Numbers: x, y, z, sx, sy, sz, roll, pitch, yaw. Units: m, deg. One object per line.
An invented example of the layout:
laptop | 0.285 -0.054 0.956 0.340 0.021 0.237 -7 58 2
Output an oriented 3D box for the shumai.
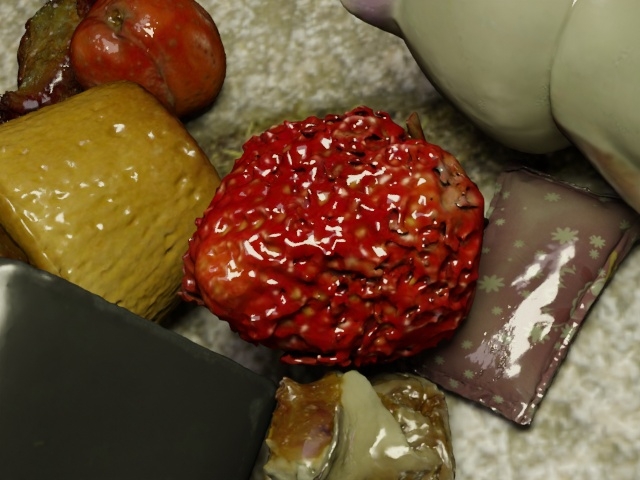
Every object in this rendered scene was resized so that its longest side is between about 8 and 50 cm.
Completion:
shumai | 0.018 0.140 0.885 0.146 0.116 0.145 -7 63 14

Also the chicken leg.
chicken leg | -0.240 -0.127 1.161 0.106 0.051 0.253 19 70 33

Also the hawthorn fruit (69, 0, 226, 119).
hawthorn fruit | -0.137 -0.146 1.098 0.128 0.128 0.128 -8 60 14

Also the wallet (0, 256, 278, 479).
wallet | -0.183 0.232 0.827 0.062 0.228 0.406 2 66 55

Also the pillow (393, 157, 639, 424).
pillow | 0.136 0.028 0.953 0.118 0.043 0.185 24 72 27

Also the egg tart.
egg tart | -0.158 -0.023 0.996 0.147 0.202 0.202 -38 57 -15

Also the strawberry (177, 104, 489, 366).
strawberry | 0.000 0.000 0.912 0.201 0.184 0.187 -14 60 -36

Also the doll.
doll | 0.220 -0.126 0.912 0.370 0.226 0.215 29 79 33
